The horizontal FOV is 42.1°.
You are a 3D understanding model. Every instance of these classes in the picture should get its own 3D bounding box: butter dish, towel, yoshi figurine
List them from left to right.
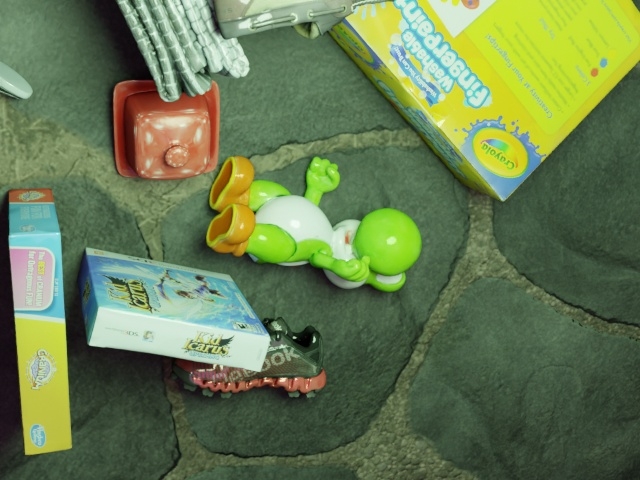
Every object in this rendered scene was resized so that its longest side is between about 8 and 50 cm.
[{"bbox_3d":[-0.219,-0.334,1.121,0.121,0.235,0.283,-27,113,-5],"label":"towel"},{"bbox_3d":[-0.221,-0.147,1.232,0.160,0.118,0.160,-4,123,-17],"label":"butter dish"},{"bbox_3d":[0.014,-0.021,1.331,0.362,0.203,0.203,20,94,-27],"label":"yoshi figurine"}]

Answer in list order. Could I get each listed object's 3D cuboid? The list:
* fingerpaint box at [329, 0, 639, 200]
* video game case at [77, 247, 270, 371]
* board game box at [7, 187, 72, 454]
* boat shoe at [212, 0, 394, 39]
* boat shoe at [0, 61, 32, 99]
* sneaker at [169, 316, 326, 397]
[{"bbox_3d":[0.250,-0.351,1.314,0.371,0.163,0.445,-47,113,-1],"label":"fingerpaint box"},{"bbox_3d":[-0.227,0.097,1.239,0.244,0.269,0.061,11,102,-22],"label":"video game case"},{"bbox_3d":[-0.405,0.106,1.196,0.064,0.242,0.316,-4,109,-19],"label":"board game box"},{"bbox_3d":[-0.017,-0.309,1.078,0.285,0.103,0.092,-15,115,-36],"label":"boat shoe"},{"bbox_3d":[-0.477,-0.237,1.170,0.142,0.049,0.040,32,114,-24],"label":"boat shoe"},{"bbox_3d":[-0.114,0.191,1.405,0.276,0.097,0.135,4,106,-22],"label":"sneaker"}]
